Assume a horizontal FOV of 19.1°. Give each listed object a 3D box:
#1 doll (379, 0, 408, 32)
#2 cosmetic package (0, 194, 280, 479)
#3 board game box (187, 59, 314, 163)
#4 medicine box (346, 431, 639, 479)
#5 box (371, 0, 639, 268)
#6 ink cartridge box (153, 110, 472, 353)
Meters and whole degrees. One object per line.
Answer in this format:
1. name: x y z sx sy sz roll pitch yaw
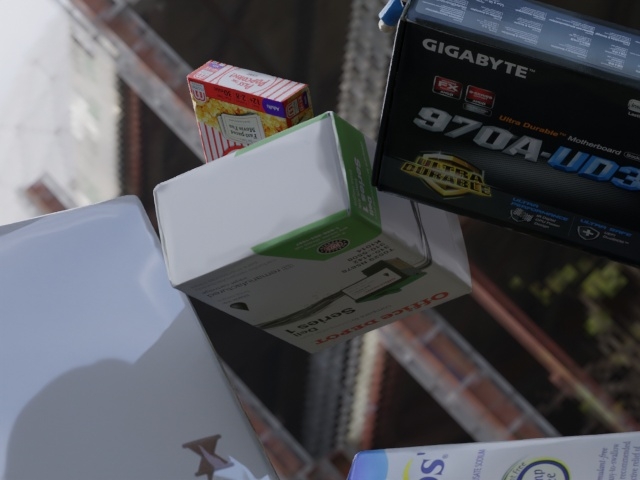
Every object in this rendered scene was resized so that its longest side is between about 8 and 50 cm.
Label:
1. doll: 0.111 -0.219 1.732 0.129 0.046 0.189 -18 -10 24
2. cosmetic package: -0.253 0.235 1.573 0.329 0.327 0.394 -14 -37 -21
3. board game box: -0.064 -0.094 2.110 0.045 0.146 0.193 -38 -50 -36
4. medicine box: 0.180 0.270 1.281 0.149 0.289 0.263 -73 -32 -44
5. box: 0.151 -0.071 1.228 0.175 0.220 0.051 99 -170 -54
6. ink cartridge box: 0.000 0.000 1.474 0.160 0.093 0.219 -22 -26 23
